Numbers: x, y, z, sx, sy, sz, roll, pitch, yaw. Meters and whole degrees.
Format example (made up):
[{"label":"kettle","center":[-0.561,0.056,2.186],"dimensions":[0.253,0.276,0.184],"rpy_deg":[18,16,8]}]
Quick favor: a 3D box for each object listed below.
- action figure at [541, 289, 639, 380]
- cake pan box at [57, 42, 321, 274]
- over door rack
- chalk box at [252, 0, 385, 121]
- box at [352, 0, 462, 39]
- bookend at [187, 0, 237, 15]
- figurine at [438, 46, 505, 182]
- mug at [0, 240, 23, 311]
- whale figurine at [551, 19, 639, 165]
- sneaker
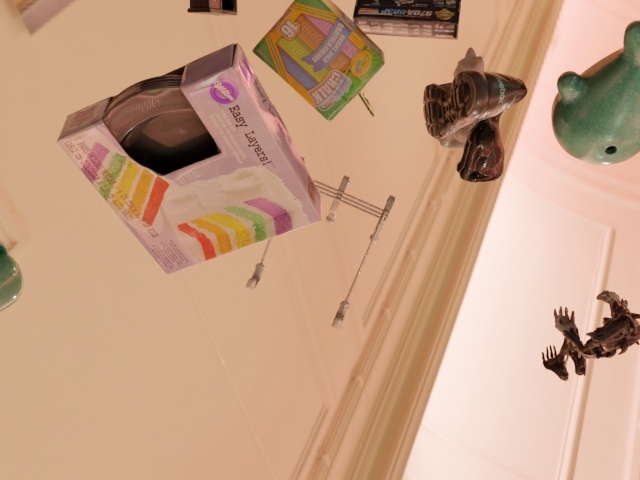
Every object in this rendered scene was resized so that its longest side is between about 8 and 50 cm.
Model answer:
[{"label":"action figure","center":[0.541,0.177,1.441],"dimensions":[0.164,0.275,0.141],"rpy_deg":[-8,-117,-20]},{"label":"cake pan box","center":[-0.158,-0.096,0.931],"dimensions":[0.246,0.267,0.070],"rpy_deg":[-19,-141,13]},{"label":"over door rack","center":[0.000,0.000,1.631],"dimensions":[0.240,0.324,0.108],"rpy_deg":[23,-165,3]},{"label":"chalk box","center":[0.018,-0.286,1.163],"dimensions":[0.132,0.213,0.132],"rpy_deg":[-46,-166,17]},{"label":"box","center":[0.186,-0.507,1.522],"dimensions":[0.220,0.051,0.175],"rpy_deg":[6,-116,9]},{"label":"bookend","center":[-0.292,-0.692,1.966],"dimensions":[0.072,0.157,0.156],"rpy_deg":[6,-165,20]},{"label":"figurine","center":[0.313,-0.260,1.464],"dimensions":[0.092,0.209,0.215],"rpy_deg":[-4,-142,-11]},{"label":"mug","center":[-0.632,0.072,1.399],"dimensions":[0.158,0.129,0.097],"rpy_deg":[-29,-173,26]},{"label":"whale figurine","center":[0.505,-0.234,1.226],"dimensions":[0.216,0.272,0.141],"rpy_deg":[12,-126,-7]},{"label":"sneaker","center":[0.255,-0.233,1.253],"dimensions":[0.106,0.101,0.267],"rpy_deg":[-9,-174,-12]}]
